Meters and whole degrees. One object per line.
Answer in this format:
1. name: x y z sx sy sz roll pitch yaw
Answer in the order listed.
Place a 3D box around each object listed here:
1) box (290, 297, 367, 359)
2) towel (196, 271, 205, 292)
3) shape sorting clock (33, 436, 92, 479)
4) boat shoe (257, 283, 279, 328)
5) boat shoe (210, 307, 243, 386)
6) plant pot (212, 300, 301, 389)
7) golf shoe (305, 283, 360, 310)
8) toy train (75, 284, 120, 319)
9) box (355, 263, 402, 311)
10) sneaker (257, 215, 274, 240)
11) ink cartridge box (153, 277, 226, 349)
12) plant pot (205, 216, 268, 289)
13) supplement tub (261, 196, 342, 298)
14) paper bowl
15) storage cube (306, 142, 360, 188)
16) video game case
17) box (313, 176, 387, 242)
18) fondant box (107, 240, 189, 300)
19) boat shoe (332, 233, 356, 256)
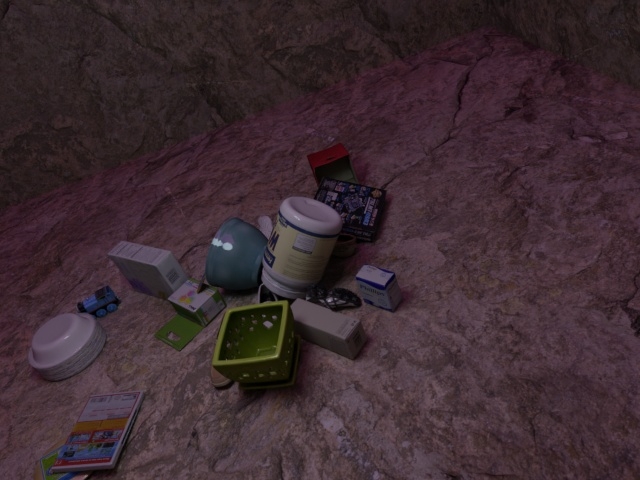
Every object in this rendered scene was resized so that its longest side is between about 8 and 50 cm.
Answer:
1. box: 0.013 0.292 1.675 0.275 0.113 0.094 16 49 37
2. towel: -0.464 0.162 1.947 0.010 0.083 0.060 22 34 -14
3. shape sorting clock: -0.806 0.711 1.592 0.207 0.040 0.206 -9 31 5
4. boat shoe: -0.185 0.260 1.828 0.096 0.088 0.267 -17 37 4
5. boat shoe: -0.336 0.369 1.752 0.109 0.098 0.302 -10 38 14
6. plant pot: -0.187 0.352 1.607 0.229 0.207 0.227 -9 42 15
7. golf shoe: 0.044 0.218 1.794 0.198 0.093 0.077 12 25 3
8. toy train: -0.971 0.279 2.168 0.184 0.105 0.080 -28 37 -10
9. box: 0.202 0.164 1.722 0.126 0.137 0.072 16 51 39
10. sneaker: -0.245 -0.032 2.232 0.115 0.090 0.232 -34 37 -12
11. ink cartridge box: -0.528 0.284 1.956 0.189 0.097 0.255 15 49 39
12. plant pot: -0.293 0.075 1.984 0.197 0.293 0.293 18 48 15
13. supplement tub: -0.076 0.027 1.830 0.236 0.324 0.235 18 24 -8
14. paper bowl: -1.028 0.405 2.002 0.285 0.148 0.284 -13 36 10
15. storage cube: 0.060 -0.321 2.353 0.184 0.214 0.193 -21 30 0
16. video game case: -0.722 0.621 1.642 0.204 0.025 0.285 -7 32 8
17. box: 0.113 -0.137 2.130 0.294 0.073 0.295 13 46 8
18. fondant box: -0.713 0.135 2.115 0.331 0.238 0.096 10 47 35
19. boat shoe: 0.000 0.000 2.001 0.286 0.089 0.104 3 51 0
